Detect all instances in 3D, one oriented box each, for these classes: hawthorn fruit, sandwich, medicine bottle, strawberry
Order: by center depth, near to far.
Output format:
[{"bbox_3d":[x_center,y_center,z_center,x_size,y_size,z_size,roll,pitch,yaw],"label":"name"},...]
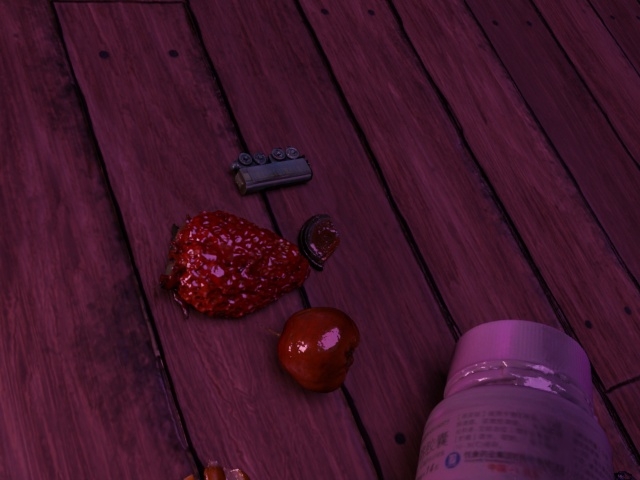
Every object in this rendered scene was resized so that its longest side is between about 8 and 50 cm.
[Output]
[{"bbox_3d":[0.268,0.296,0.917,0.256,0.256,0.324,28,45,-8],"label":"medicine bottle"},{"bbox_3d":[-0.006,0.158,0.963,0.125,0.140,0.125,42,40,-48],"label":"hawthorn fruit"},{"bbox_3d":[-0.115,0.041,0.983,0.228,0.098,0.174,17,56,-15],"label":"strawberry"},{"bbox_3d":[-0.002,-0.004,1.110,0.069,0.026,0.101,33,52,-3],"label":"sandwich"}]

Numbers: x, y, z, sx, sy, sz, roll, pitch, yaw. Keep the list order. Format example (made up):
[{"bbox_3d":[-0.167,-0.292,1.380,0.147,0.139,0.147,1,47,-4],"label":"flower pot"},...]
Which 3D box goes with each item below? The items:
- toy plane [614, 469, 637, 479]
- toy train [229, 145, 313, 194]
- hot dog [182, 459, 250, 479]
[{"bbox_3d":[0.464,0.407,1.074,0.197,0.053,0.078,37,61,-6],"label":"toy plane"},{"bbox_3d":[-0.083,-0.123,1.136,0.148,0.038,0.071,-15,71,-32],"label":"toy train"},{"bbox_3d":[-0.111,0.396,0.776,0.109,0.072,0.269,-1,60,-24],"label":"hot dog"}]
